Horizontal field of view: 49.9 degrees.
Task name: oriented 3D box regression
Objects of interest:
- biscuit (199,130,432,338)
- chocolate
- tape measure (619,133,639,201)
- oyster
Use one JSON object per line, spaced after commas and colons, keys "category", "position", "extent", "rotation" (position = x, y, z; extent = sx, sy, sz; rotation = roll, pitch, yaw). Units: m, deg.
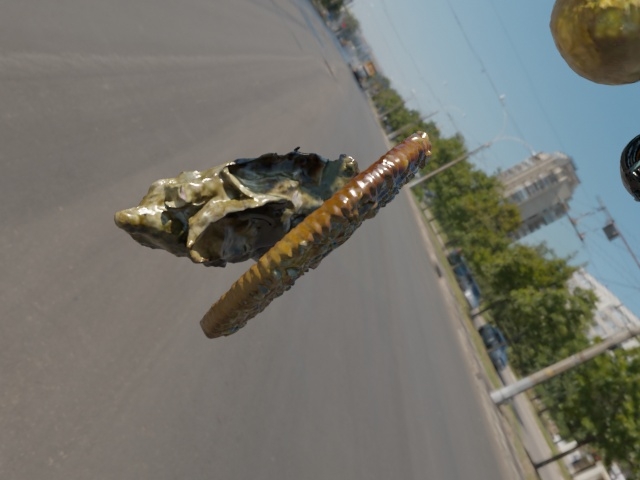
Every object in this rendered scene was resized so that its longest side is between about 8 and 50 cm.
{"category": "biscuit", "position": [0.000, 0.000, 0.703], "extent": [0.038, 0.305, 0.305], "rotation": [49, 8, 2]}
{"category": "chocolate", "position": [0.325, -0.238, 0.677], "extent": [0.309, 0.134, 0.134], "rotation": [-33, 96, -37]}
{"category": "tape measure", "position": [0.379, -0.083, 0.753], "extent": [0.054, 0.094, 0.091], "rotation": [50, 38, -54]}
{"category": "oyster", "position": [-0.078, -0.033, 0.883], "extent": [0.361, 0.221, 0.096], "rotation": [9, 40, -51]}
